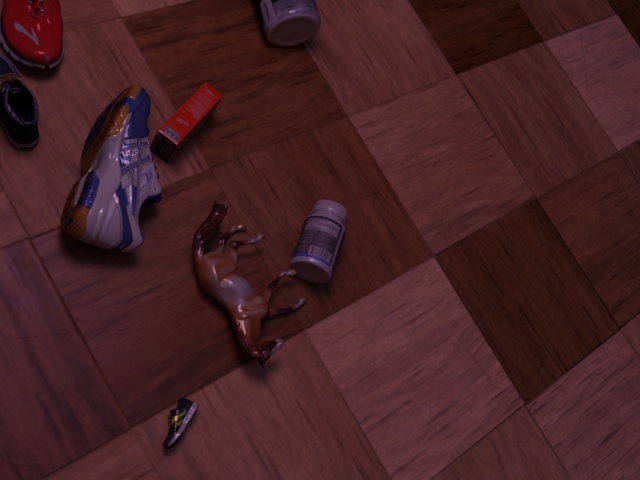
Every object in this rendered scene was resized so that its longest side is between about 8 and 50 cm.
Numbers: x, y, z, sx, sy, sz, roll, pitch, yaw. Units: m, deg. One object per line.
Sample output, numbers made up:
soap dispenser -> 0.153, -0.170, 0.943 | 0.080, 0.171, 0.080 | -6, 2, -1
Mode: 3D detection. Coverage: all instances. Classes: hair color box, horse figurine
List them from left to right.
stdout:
hair color box -> -0.235, -0.207, 1.293 | 0.043, 0.072, 0.141 | 39, 57, -7
horse figurine -> -0.131, 0.066, 1.230 | 0.263, 0.066, 0.174 | 51, 51, -1

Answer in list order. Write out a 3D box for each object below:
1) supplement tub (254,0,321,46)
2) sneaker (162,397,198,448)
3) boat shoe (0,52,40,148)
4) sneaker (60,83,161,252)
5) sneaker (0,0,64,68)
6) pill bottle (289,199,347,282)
supplement tub -> -0.077, -0.495, 1.470 | 0.117, 0.117, 0.190 | -8, 72, -29
sneaker -> -0.219, 0.276, 1.119 | 0.035, 0.031, 0.083 | 29, 54, 3
boat shoe -> -0.493, -0.242, 1.175 | 0.065, 0.083, 0.183 | -23, 80, -32
sneaker -> -0.319, -0.114, 1.209 | 0.131, 0.112, 0.296 | 29, 59, -32
sneaker -> -0.484, -0.421, 1.237 | 0.107, 0.118, 0.278 | -2, 69, -26
pill bottle -> 0.000, 0.000, 1.314 | 0.078, 0.078, 0.137 | 27, 59, -13
